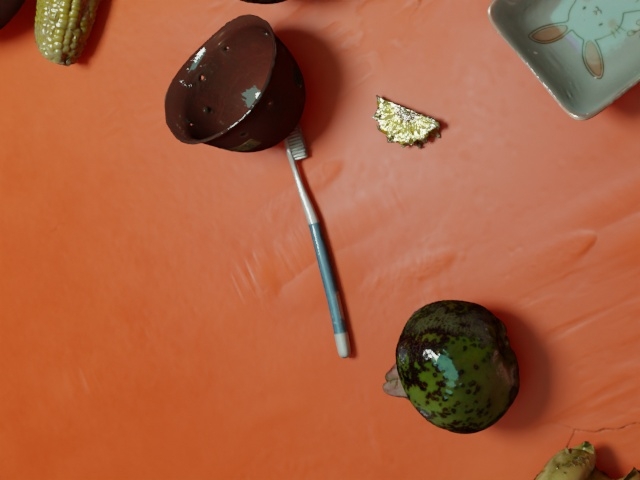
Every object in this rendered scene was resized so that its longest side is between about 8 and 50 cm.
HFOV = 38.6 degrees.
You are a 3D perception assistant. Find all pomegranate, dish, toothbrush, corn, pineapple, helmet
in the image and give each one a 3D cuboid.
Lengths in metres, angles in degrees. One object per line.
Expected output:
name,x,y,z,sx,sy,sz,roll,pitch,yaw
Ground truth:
pomegranate,0.135,0.129,0.957,0.125,0.163,0.138,-34,96,-14
dish,0.284,-0.230,0.855,0.212,0.077,0.151,-42,79,23
toothbrush,0.000,0.000,1.050,0.025,0.019,0.276,-15,89,19
corn,-0.288,-0.355,1.117,0.086,0.086,0.288,28,108,21
pineapple,0.090,-0.124,0.994,0.083,0.019,0.045,24,99,23
helmet,-0.084,-0.155,1.023,0.175,0.106,0.155,-15,59,35

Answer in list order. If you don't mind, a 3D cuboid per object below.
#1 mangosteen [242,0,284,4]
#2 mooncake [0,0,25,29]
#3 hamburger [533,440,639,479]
mangosteen,-0.073,-0.357,0.953,0.217,0.192,0.192,46,112,19
mooncake,-0.477,-0.407,1.120,0.333,0.174,0.326,14,100,42
hamburger,0.227,0.325,0.914,0.124,0.131,0.262,37,115,18
